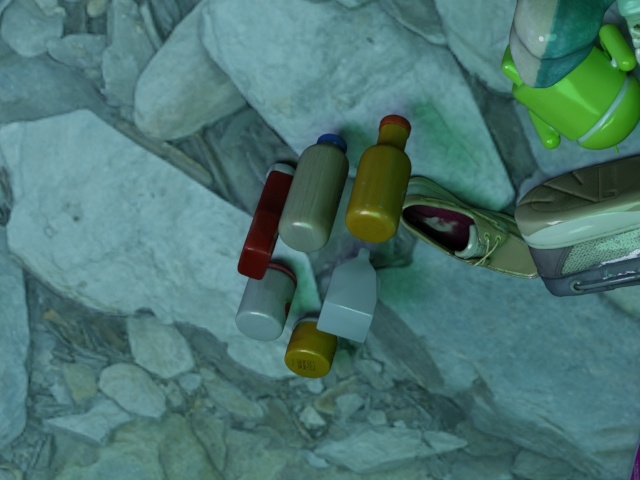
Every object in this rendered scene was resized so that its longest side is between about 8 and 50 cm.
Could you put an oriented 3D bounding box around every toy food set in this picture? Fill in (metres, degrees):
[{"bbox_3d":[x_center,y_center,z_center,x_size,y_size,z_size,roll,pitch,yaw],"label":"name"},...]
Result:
[{"bbox_3d":[0.000,0.000,1.436,0.111,0.104,0.232,16,143,0],"label":"toy food set"}]

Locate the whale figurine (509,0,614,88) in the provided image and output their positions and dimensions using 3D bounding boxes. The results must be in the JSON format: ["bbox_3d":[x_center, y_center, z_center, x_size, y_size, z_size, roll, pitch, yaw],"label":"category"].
[{"bbox_3d":[0.199,-0.231,1.205,0.141,0.216,0.272,13,79,4],"label":"whale figurine"}]

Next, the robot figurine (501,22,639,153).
[{"bbox_3d":[0.189,-0.112,1.360,0.115,0.067,0.101,35,121,-10],"label":"robot figurine"}]

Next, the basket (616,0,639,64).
[{"bbox_3d":[0.296,-0.168,1.295,0.167,0.113,0.103,-11,118,14],"label":"basket"}]

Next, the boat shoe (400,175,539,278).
[{"bbox_3d":[0.117,-0.001,1.436,0.135,0.045,0.050,24,117,-4],"label":"boat shoe"}]

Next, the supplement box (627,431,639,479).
[{"bbox_3d":[0.314,0.158,1.451,0.114,0.111,0.220,11,116,3],"label":"supplement box"}]

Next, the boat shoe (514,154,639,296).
[{"bbox_3d":[0.292,-0.017,1.379,0.285,0.103,0.092,-11,120,16],"label":"boat shoe"}]
